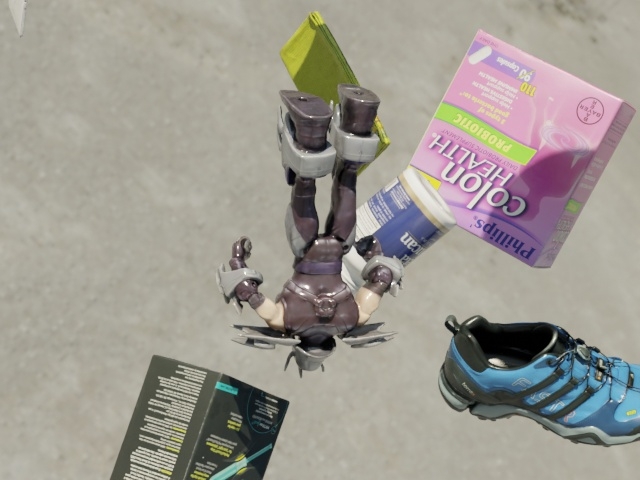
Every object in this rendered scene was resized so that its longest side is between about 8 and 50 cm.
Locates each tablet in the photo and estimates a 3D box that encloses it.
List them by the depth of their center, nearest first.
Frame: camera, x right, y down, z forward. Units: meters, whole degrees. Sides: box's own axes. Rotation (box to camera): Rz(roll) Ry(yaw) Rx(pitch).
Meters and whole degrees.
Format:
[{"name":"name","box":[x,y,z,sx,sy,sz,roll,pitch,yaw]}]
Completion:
[{"name":"tablet","box":[-0.331,-0.263,1.520,0.006,0.054,0.083,1,33,-24]}]

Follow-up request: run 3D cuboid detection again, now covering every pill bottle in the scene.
[{"name":"pill bottle","box":[0.077,-0.004,1.723,0.094,0.169,0.094,47,13,-14]}]

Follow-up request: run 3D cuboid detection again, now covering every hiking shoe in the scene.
[{"name":"hiking shoe","box":[0.295,0.166,1.677,0.132,0.304,0.113,92,5,-48]}]

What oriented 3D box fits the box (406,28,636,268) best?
[{"name":"box","box":[0.256,-0.118,1.828,0.213,0.243,0.117,31,10,19]}]

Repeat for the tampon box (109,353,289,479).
[{"name":"tampon box","box":[-0.128,0.217,1.438,0.101,0.161,0.120,11,-13,39]}]

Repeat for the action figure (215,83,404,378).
[{"name":"action figure","box":[0.000,0.000,1.317,0.185,0.285,0.099,-4,21,-29]}]

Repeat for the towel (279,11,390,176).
[{"name":"towel","box":[0.014,-0.202,1.967,0.021,0.102,0.237,-5,60,-45]}]
